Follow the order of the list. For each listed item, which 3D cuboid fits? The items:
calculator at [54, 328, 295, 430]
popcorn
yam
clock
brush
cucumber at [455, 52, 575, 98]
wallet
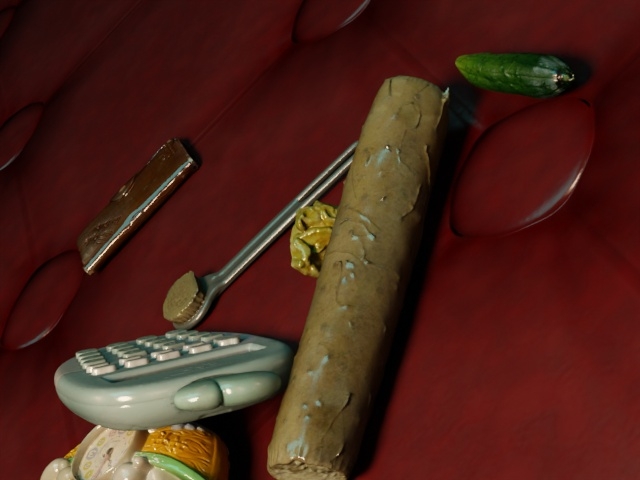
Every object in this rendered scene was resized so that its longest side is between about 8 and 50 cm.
[{"bbox_3d":[-0.122,0.114,1.102,0.184,0.042,0.295,-11,7,-24],"label":"calculator"},{"bbox_3d":[0.002,0.002,1.155,0.083,0.060,0.068,-71,-4,-45],"label":"popcorn"},{"bbox_3d":[0.035,0.025,1.066,0.083,0.083,0.371,-15,47,44],"label":"yam"},{"bbox_3d":[-0.164,0.223,1.083,0.231,0.103,0.144,-15,36,42],"label":"clock"},{"bbox_3d":[-0.054,-0.010,1.268,0.266,0.027,0.062,-43,32,11],"label":"brush"},{"bbox_3d":[0.170,-0.141,1.114,0.039,0.039,0.168,-55,29,-9],"label":"cucumber"},{"bbox_3d":[-0.215,-0.043,1.516,0.176,0.026,0.095,-46,28,5],"label":"wallet"}]
